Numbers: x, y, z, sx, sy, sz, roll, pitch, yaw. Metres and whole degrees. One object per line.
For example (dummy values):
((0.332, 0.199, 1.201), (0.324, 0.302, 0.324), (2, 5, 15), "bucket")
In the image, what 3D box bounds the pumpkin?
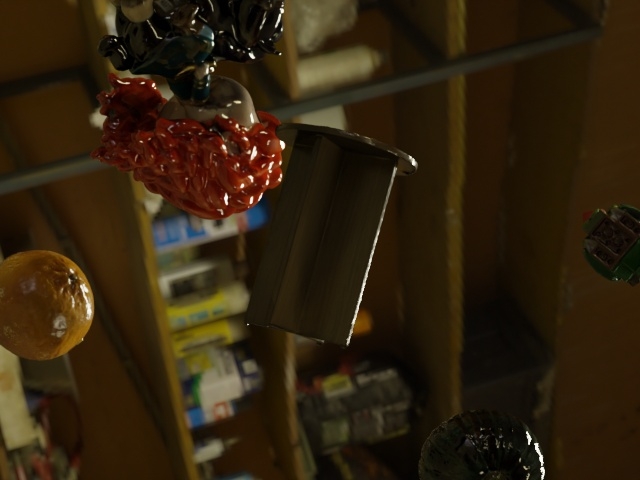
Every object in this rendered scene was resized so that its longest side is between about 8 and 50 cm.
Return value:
((0.251, 0.357, 1.951), (0.140, 0.202, 0.202), (-130, -152, -68), "pumpkin")

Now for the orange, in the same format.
((-0.439, 0.100, 1.969), (0.155, 0.178, 0.177), (-16, -90, 46), "orange")

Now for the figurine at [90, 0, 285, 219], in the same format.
((-0.179, -0.230, 1.819), (0.241, 0.306, 0.411), (26, -60, 37), "figurine")

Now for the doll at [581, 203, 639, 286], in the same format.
((0.437, 0.007, 1.814), (0.134, 0.106, 0.186), (36, 9, -5), "doll")

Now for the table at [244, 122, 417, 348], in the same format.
((0.000, 0.000, 1.419), (0.167, 0.167, 0.226), (167, -60, -76), "table")
